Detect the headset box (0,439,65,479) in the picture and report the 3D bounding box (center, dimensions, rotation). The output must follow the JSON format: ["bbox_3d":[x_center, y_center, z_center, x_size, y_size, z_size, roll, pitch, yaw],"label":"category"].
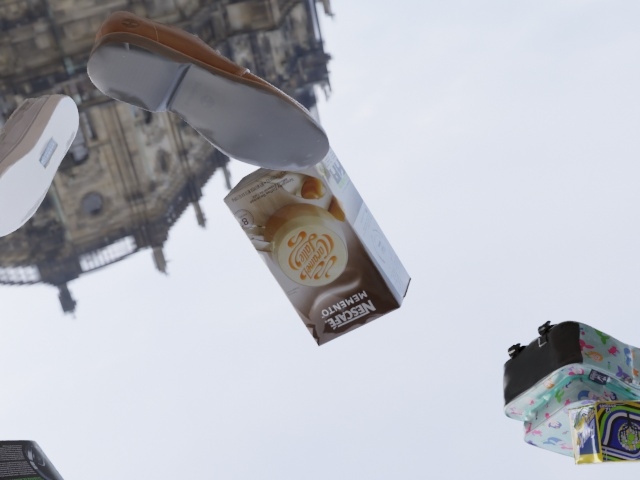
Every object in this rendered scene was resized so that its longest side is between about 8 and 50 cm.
[{"bbox_3d":[-0.335,0.397,1.018,0.283,0.246,0.131,40,-166,31],"label":"headset box"}]

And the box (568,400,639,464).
[{"bbox_3d":[0.315,0.172,0.868,0.169,0.054,0.059,0,165,-11],"label":"box"}]

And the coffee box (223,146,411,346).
[{"bbox_3d":[0.000,0.000,1.319,0.141,0.246,0.098,-28,-166,22],"label":"coffee box"}]

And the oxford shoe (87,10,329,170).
[{"bbox_3d":[-0.081,-0.125,0.780,0.076,0.212,0.076,-44,-147,33],"label":"oxford shoe"}]

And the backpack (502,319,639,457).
[{"bbox_3d":[0.471,0.268,1.679,0.253,0.225,0.191,16,-129,-20],"label":"backpack"}]

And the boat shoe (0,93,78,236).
[{"bbox_3d":[-0.311,-0.081,0.973,0.063,0.066,0.184,5,-123,20],"label":"boat shoe"}]
